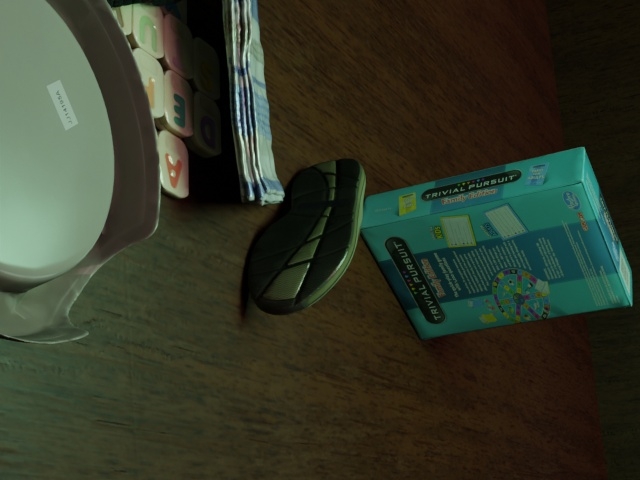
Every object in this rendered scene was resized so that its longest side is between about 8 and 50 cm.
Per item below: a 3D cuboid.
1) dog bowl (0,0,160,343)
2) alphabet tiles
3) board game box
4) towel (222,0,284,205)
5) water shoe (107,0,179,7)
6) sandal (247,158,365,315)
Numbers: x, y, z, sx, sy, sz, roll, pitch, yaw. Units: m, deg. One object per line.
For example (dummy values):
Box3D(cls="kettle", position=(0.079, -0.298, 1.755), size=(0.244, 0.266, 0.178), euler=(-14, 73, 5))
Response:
Box3D(cls="dog bowl", position=(-0.265, -0.085, 0.831), size=(0.349, 0.102, 0.348), euler=(37, 48, -55))
Box3D(cls="alphabet tiles", position=(-0.187, -0.196, 1.134), size=(0.284, 0.021, 0.278), euler=(31, 52, -57))
Box3D(cls="board game box", position=(0.262, 0.013, 1.600), size=(0.253, 0.336, 0.079), euler=(59, 31, -35))
Box3D(cls="towel", position=(-0.076, -0.178, 1.238), size=(0.209, 0.034, 0.285), euler=(-7, 92, -86))
Box3D(cls="water shoe", position=(-0.171, -0.287, 1.101), size=(0.203, 0.073, 0.080), euler=(-31, 103, -65))
Box3D(cls="sandal", position=(0.002, -0.001, 1.338), size=(0.303, 0.120, 0.086), euler=(-64, 149, -53))
